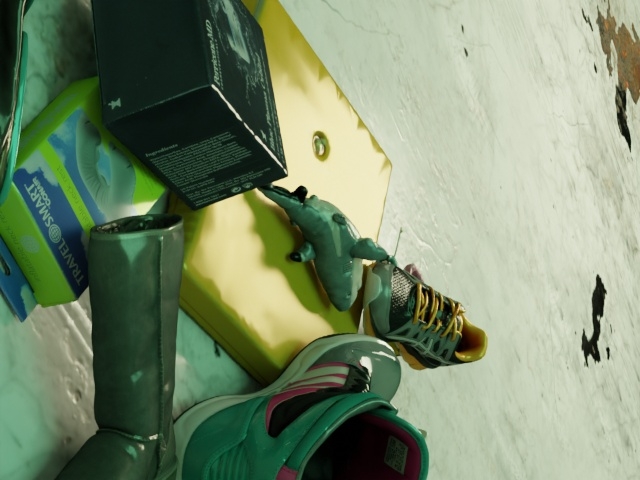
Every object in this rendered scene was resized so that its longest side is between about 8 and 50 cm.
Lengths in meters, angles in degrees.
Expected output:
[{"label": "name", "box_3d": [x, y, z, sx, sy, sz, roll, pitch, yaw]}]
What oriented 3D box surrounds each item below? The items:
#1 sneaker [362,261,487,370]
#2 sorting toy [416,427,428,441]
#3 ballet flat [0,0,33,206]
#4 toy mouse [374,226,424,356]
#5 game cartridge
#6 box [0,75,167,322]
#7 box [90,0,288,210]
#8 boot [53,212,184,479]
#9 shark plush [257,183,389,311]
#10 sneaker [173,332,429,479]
[{"label": "sneaker", "box_3d": [0.107, 0.078, 1.328, 0.215, 0.083, 0.084, 37, 58, -56]}, {"label": "sorting toy", "box_3d": [0.069, 0.209, 1.310, 0.083, 0.075, 0.045, -30, 109, -59]}, {"label": "ballet flat", "box_3d": [-0.227, -0.157, 0.852, 0.096, 0.095, 0.280, 18, 65, -24]}, {"label": "toy mouse", "box_3d": [0.083, 0.057, 1.424, 0.161, 0.031, 0.143, 2, 81, -61]}, {"label": "game cartridge", "box_3d": [-0.035, -0.028, 1.223, 0.285, 0.052, 0.324, 51, 43, -43]}, {"label": "box", "box_3d": [-0.187, -0.035, 0.947, 0.109, 0.042, 0.178, 65, 32, -26]}, {"label": "box", "box_3d": [-0.104, -0.133, 1.016, 0.158, 0.093, 0.156, 47, 28, -59]}, {"label": "boot", "box_3d": [-0.145, 0.095, 0.900, 0.189, 0.076, 0.208, -48, 148, -70]}, {"label": "shark plush", "box_3d": [0.000, 0.000, 1.175, 0.067, 0.073, 0.161, -52, 141, -11]}, {"label": "sneaker", "box_3d": [0.026, 0.160, 1.083, 0.295, 0.178, 0.124, -23, 116, -49]}]
